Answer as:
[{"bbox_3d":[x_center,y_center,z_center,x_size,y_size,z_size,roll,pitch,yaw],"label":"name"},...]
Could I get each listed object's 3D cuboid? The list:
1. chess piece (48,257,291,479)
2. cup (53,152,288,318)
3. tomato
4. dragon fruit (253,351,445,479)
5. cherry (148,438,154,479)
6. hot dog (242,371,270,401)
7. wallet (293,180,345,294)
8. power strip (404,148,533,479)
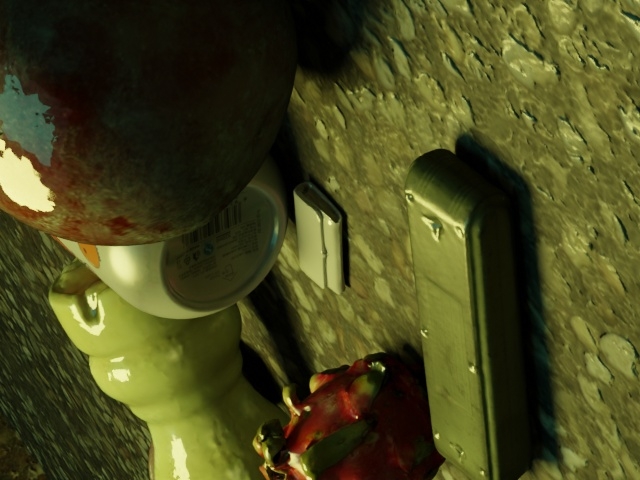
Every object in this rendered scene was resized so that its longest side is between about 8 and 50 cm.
[{"bbox_3d":[-0.129,0.200,2.109,0.234,0.234,0.442,19,138,61],"label":"chess piece"},{"bbox_3d":[-0.183,-0.067,1.912,0.317,0.212,0.212,37,151,43],"label":"cup"},{"bbox_3d":[-0.170,-0.149,1.613,0.282,0.317,0.317,23,151,9],"label":"tomato"},{"bbox_3d":[0.031,0.190,1.826,0.160,0.172,0.167,37,150,46],"label":"dragon fruit"},{"bbox_3d":[-0.128,0.254,2.318,0.148,0.188,0.115,59,149,7],"label":"cherry"},{"bbox_3d":[-0.108,0.177,2.292,0.099,0.065,0.147,57,167,6],"label":"hot dog"},{"bbox_3d":[0.000,0.000,1.844,0.061,0.025,0.122,40,153,28],"label":"wallet"},{"bbox_3d":[0.131,0.087,1.607,0.092,0.066,0.388,40,151,39],"label":"power strip"}]
